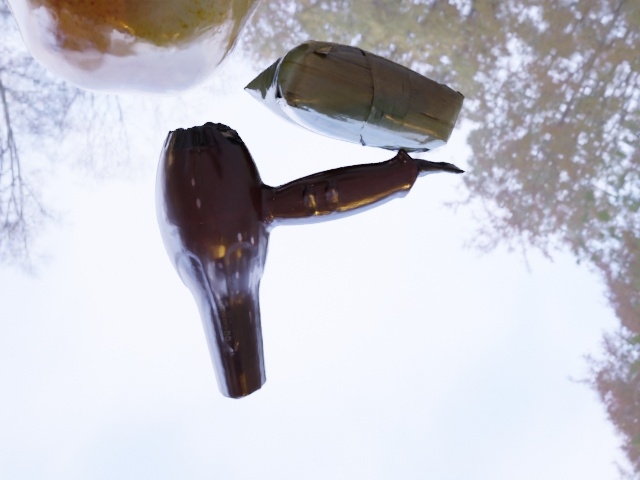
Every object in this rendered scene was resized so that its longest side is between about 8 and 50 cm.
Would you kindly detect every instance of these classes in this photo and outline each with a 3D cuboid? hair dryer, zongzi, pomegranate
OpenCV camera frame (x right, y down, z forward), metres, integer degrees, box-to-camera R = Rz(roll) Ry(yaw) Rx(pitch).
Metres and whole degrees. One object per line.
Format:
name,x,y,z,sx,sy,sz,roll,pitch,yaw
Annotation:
hair dryer,0.000,0.000,0.915,0.340,0.313,0.123,-12,-167,4
zongzi,0.031,-0.173,1.057,0.228,0.256,0.115,14,-93,-21
pomegranate,-0.285,-0.415,1.268,0.416,0.417,0.417,8,-135,-9
